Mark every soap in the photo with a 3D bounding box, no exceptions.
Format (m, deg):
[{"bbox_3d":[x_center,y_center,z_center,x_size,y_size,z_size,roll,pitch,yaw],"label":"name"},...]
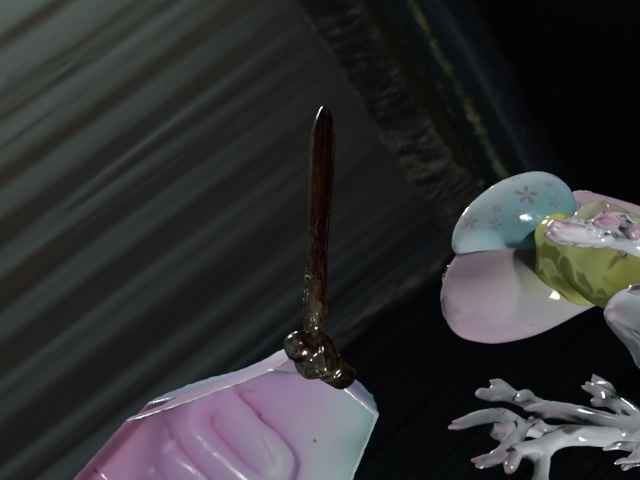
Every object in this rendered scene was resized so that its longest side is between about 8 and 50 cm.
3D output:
[{"bbox_3d":[-0.098,0.224,1.029,0.193,0.324,0.109,42,0,2],"label":"soap"}]

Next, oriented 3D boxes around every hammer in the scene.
[{"bbox_3d":[0.000,0.000,0.706,0.065,0.021,0.178,45,38,-51],"label":"hammer"}]

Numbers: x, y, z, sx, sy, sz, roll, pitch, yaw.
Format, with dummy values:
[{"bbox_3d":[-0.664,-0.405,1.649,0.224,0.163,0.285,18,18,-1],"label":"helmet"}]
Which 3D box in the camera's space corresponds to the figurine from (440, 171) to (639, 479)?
[{"bbox_3d":[0.201,0.062,0.895,0.316,0.284,0.206,27,-70,61],"label":"figurine"}]
